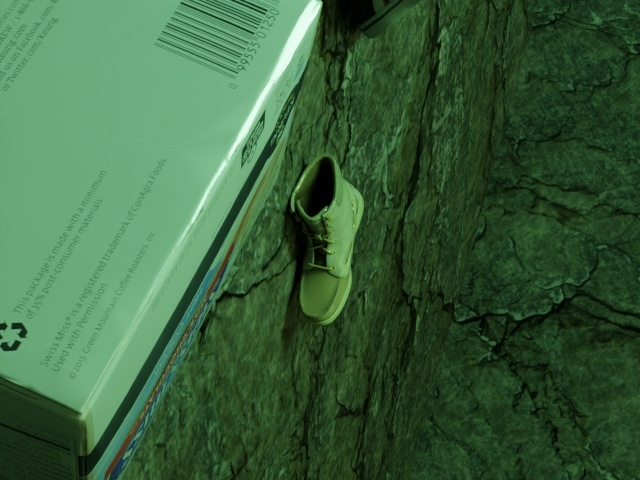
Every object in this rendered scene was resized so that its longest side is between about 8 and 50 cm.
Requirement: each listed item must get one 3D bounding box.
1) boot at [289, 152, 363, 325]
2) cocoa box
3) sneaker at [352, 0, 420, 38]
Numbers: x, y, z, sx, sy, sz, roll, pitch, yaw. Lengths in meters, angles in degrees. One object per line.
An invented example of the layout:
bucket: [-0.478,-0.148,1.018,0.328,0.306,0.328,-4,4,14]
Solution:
boot: [0.000,0.000,1.711,0.165,0.077,0.213,53,48,-68]
cocoa box: [-0.179,-0.023,0.837,0.228,0.231,0.347,106,8,-59]
sneaker: [0.107,-0.371,1.606,0.126,0.127,0.321,-49,-171,-21]
